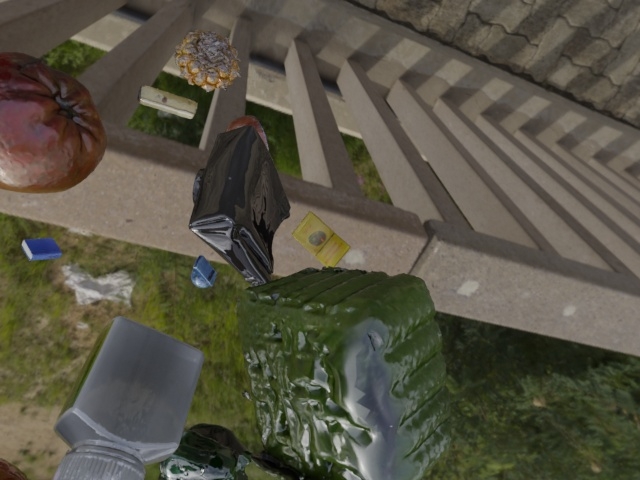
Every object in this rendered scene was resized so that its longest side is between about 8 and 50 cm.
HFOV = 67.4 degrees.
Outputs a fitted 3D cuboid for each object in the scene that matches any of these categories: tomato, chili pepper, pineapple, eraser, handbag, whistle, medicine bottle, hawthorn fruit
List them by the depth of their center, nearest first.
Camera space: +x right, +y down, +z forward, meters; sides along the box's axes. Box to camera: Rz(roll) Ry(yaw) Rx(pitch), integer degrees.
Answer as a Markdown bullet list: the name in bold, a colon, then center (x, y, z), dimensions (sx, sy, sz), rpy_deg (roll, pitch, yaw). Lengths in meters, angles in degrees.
- **medicine bottle**: center (-0.228, 0.202, 0.564), dimensions (0.132, 0.188, 0.088), rpy_deg (32, 130, -22)
- **handbag**: center (-0.152, -0.064, 1.003), dimensions (0.114, 0.285, 0.257), rpy_deg (-11, 139, 20)
- **chili pepper**: center (-0.290, 0.493, 1.071), dimensions (0.261, 0.174, 0.165), rpy_deg (6, 95, 15)
- **hawthorn fruit**: center (-0.836, -0.300, 1.332), dimensions (0.404, 0.402, 0.402), rpy_deg (-3, 124, -5)
- **eraser**: center (-0.794, 0.025, 1.367), dimensions (0.027, 0.063, 0.085), rpy_deg (-47, 162, 24)
- **pineapple**: center (-0.341, -0.564, 1.480), dimensions (0.225, 0.224, 0.076), rpy_deg (20, 161, -19)
- **whistle**: center (-0.408, 0.111, 1.638), dimensions (0.091, 0.090, 0.157), rpy_deg (-19, 138, 6)
- **tomato**: center (-0.275, -0.319, 1.683), dimensions (0.155, 0.180, 0.213), rpy_deg (-21, 134, -22)

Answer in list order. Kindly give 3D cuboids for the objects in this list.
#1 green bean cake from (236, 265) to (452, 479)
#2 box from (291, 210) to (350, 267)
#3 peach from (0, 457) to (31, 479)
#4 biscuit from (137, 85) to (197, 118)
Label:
- **green bean cake**: center (0.014, 0.212, 0.763), dimensions (0.335, 0.218, 0.318), rpy_deg (-6, 97, 44)
- **box**: center (0.000, 0.000, 1.311), dimensions (0.086, 0.155, 0.023), rpy_deg (-52, 160, 13)
- **peach**: center (-0.430, 0.415, 0.484), dimensions (0.290, 0.372, 0.372), rpy_deg (11, 128, -50)
- **biscuit**: center (-0.505, -0.454, 1.588), dimensions (0.188, 0.056, 0.052), rpy_deg (11, 165, -27)
